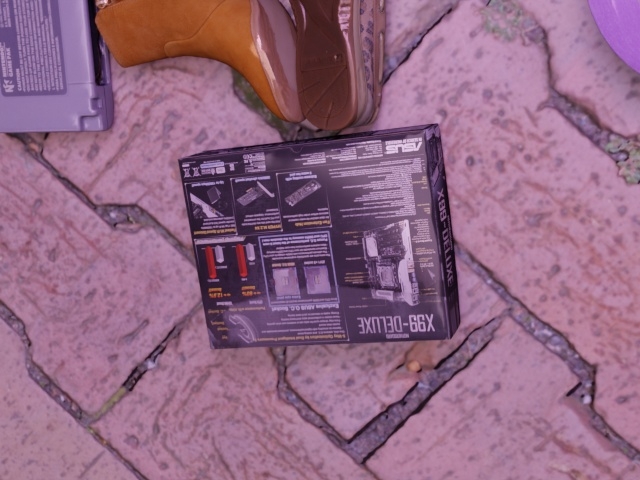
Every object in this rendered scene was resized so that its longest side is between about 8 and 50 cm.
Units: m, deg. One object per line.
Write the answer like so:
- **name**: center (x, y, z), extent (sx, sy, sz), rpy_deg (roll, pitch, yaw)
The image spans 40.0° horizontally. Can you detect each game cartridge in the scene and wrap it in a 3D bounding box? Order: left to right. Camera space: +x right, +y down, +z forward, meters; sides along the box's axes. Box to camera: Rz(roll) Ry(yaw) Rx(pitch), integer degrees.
- **game cartridge**: center (-0.368, -0.285, 1.109), extent (0.198, 0.062, 0.297), rpy_deg (3, 103, 21)

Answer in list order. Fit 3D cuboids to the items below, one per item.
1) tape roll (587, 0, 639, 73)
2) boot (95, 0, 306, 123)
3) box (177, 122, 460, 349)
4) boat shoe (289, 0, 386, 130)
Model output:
- **tape roll**: center (0.389, -0.278, 0.829), extent (0.275, 0.090, 0.275), rpy_deg (7, 115, 14)
- **boot**: center (-0.149, -0.241, 1.034), extent (0.211, 0.104, 0.295), rpy_deg (-22, 90, 26)
- **box**: center (0.000, 0.000, 1.046), extent (0.307, 0.076, 0.242), rpy_deg (-5, 101, 19)
- **boat shoe**: center (0.023, -0.267, 0.981), extent (0.104, 0.089, 0.285), rpy_deg (8, 102, 33)
